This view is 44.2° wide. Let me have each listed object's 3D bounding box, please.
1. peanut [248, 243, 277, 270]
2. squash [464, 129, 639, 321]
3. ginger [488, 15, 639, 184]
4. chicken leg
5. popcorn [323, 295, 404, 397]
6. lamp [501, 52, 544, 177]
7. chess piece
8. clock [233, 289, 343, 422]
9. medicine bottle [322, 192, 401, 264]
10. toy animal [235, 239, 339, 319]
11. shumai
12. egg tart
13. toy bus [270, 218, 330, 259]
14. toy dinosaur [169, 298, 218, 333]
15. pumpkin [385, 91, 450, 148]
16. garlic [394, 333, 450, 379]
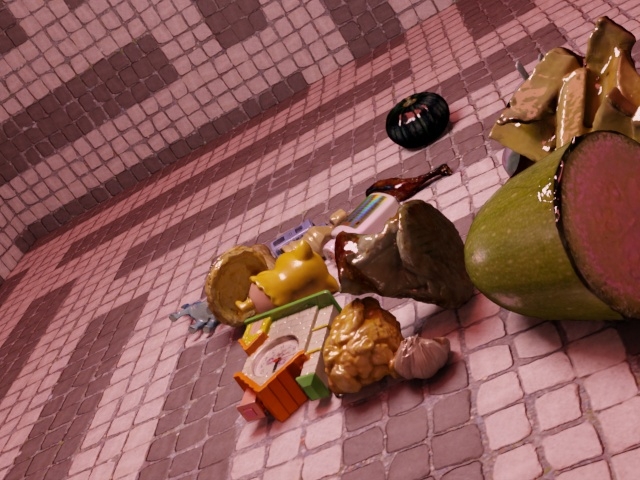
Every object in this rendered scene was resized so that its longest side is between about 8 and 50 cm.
[{"bbox_3d":[-0.154,0.072,2.101,0.099,0.099,0.214,-37,29,-9],"label":"peanut"},{"bbox_3d":[0.396,0.015,1.310,0.310,0.310,0.309,-48,9,-32],"label":"squash"},{"bbox_3d":[0.471,-0.194,1.429,0.414,0.358,0.211,-18,7,44],"label":"ginger"},{"bbox_3d":[0.225,-0.149,2.090,0.253,0.051,0.106,-13,24,34],"label":"chicken leg"},{"bbox_3d":[0.082,0.194,1.478,0.163,0.140,0.194,-17,29,45],"label":"popcorn"},{"bbox_3d":[0.500,-0.276,1.743,0.247,0.247,0.301,-15,37,43],"label":"lamp"},{"bbox_3d":[0.000,0.000,2.038,0.200,0.090,0.090,-36,23,-11],"label":"chess piece"},{"bbox_3d":[-0.071,0.245,1.613,0.220,0.106,0.255,-23,25,24],"label":"clock"},{"bbox_3d":[0.098,-0.029,1.974,0.219,0.078,0.115,-44,28,-24],"label":"medicine bottle"},{"bbox_3d":[-0.085,0.112,1.847,0.230,0.156,0.156,-37,23,-6],"label":"toy animal"},{"bbox_3d":[0.161,0.046,1.529,0.204,0.272,0.222,-31,39,31],"label":"shumai"},{"bbox_3d":[-0.210,0.111,1.930,0.090,0.212,0.212,6,44,41],"label":"egg tart"},{"bbox_3d":[-0.048,-0.001,2.115,0.167,0.076,0.073,-32,24,4],"label":"toy bus"},{"bbox_3d":[-0.295,0.190,2.061,0.329,0.076,0.144,-12,16,39],"label":"toy dinosaur"},{"bbox_3d":[0.283,-0.359,2.316,0.202,0.140,0.202,-26,26,14],"label":"pumpkin"},{"bbox_3d":[0.184,0.205,1.396,0.113,0.094,0.074,-34,62,-16],"label":"garlic"}]
